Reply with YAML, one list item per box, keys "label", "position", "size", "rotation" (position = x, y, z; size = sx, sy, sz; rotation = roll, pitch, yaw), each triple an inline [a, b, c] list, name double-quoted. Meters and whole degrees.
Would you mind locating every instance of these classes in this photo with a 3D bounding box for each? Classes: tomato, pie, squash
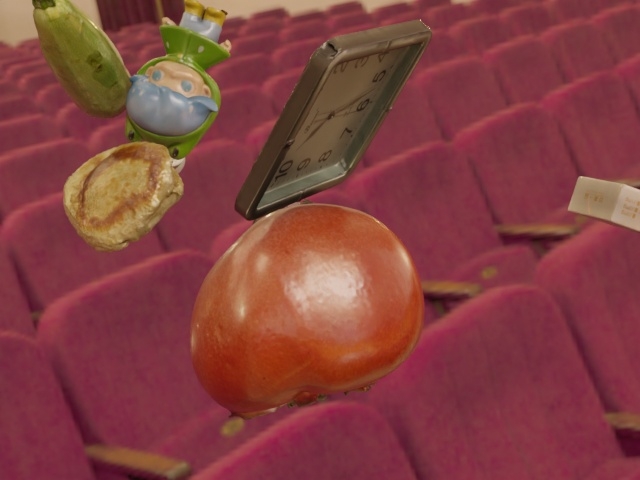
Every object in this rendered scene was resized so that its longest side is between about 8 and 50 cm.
- label: "tomato"
  position: [-0.027, 0.094, 1.646]
  size: [0.341, 0.272, 0.341]
  rotation: [-14, -4, -1]
- label: "pie"
  position: [-0.296, -0.074, 1.736]
  size: [0.179, 0.084, 0.205]
  rotation: [-35, 37, -10]
- label: "squash"
  position: [-0.395, -0.305, 1.936]
  size: [0.118, 0.118, 0.370]
  rotation: [-11, -19, 1]

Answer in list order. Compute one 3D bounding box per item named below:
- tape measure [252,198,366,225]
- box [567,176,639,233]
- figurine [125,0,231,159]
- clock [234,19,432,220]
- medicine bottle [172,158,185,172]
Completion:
- label: "tape measure"
  position: [0.000, 0.000, 2.050]
  size: [0.232, 0.149, 0.245]
  rotation: [14, 6, -41]
- label: "box"
  position: [0.530, -0.034, 1.837]
  size: [0.233, 0.067, 0.149]
  rotation: [17, 6, -16]
- label: "figurine"
  position: [-0.234, -0.273, 1.960]
  size: [0.162, 0.263, 0.143]
  rotation: [21, 1, 2]
- label: "clock"
  position: [0.015, -0.165, 1.528]
  size: [0.049, 0.273, 0.279]
  rotation: [41, 32, 17]
- label: "medicine bottle"
  position: [-0.353, -0.168, 2.542]
  size: [0.095, 0.095, 0.260]
  rotation: [-16, -1, -20]
